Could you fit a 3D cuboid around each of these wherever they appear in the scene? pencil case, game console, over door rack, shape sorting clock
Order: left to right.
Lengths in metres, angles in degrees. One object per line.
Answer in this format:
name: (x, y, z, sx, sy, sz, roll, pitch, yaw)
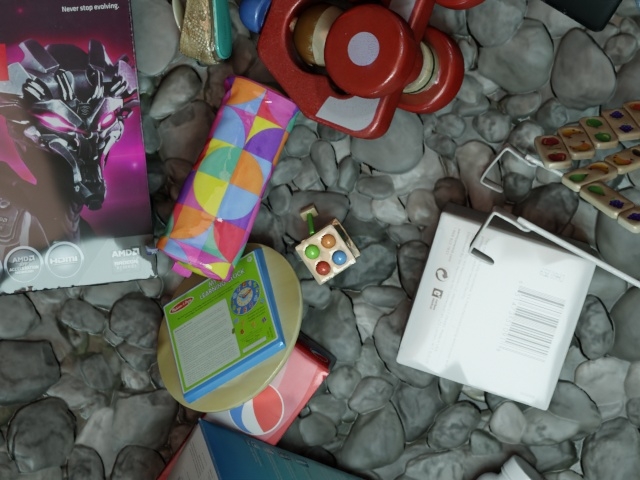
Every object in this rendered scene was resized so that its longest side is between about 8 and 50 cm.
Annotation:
pencil case: (-0.107, -0.068, 1.626, 0.104, 0.104, 0.236, 24, 86, 3)
shape sorting clock: (-0.105, 0.099, 1.645, 0.206, 0.040, 0.206, -15, 62, 30)
game console: (0.295, -0.316, 1.608, 0.122, 0.071, 0.107, 31, 70, 1)
over door rack: (0.330, -0.021, 1.521, 0.324, 0.239, 0.108, 17, 113, 4)

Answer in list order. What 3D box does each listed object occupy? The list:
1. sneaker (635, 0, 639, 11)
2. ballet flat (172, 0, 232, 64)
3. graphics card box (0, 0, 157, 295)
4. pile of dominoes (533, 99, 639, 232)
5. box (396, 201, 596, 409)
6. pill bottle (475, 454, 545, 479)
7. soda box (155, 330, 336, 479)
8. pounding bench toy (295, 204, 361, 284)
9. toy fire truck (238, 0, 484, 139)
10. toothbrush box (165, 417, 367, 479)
sneaker: (0.379, -0.311, 1.533, 0.122, 0.110, 0.283, -36, 91, -11)
ballet flat: (-0.140, -0.305, 1.636, 0.067, 0.073, 0.206, 3, 94, 21)
graphics card box: (-0.319, -0.128, 1.636, 0.233, 0.094, 0.371, -6, 98, -13)
pile of dominoes: (0.357, -0.106, 1.494, 0.251, 0.196, 0.040, -21, 129, -26)
box: (0.197, 0.070, 1.616, 0.182, 0.119, 0.181, 18, 99, 5)
pill bottle: (0.193, 0.328, 1.667, 0.087, 0.087, 0.160, 43, 100, 0)
soda box: (-0.095, 0.222, 1.690, 0.092, 0.083, 0.263, 36, 100, 1)
pounding bench toy: (0.000, 0.000, 1.658, 0.052, 0.065, 0.083, -34, 92, 10)
toy fire truck: (0.039, -0.278, 1.586, 0.254, 0.169, 0.302, 25, 100, 27)
toothbrush box: (-0.016, 0.340, 1.579, 0.295, 0.216, 0.126, 22, 104, -23)
